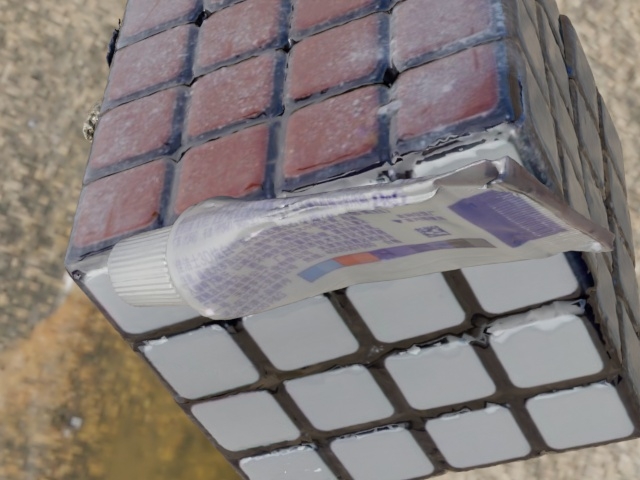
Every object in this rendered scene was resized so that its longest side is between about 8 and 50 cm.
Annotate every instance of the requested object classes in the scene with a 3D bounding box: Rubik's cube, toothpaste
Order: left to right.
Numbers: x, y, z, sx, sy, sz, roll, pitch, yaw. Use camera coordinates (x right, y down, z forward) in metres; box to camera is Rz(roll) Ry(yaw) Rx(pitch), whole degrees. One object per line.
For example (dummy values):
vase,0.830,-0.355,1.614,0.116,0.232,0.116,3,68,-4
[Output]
toothpaste,-0.001,0.000,0.667,0.282,0.099,0.069,-10,95,37
Rubik's cube,0.046,-0.038,1.027,0.343,0.337,0.344,-16,43,21

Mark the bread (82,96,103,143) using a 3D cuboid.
bread,-0.170,-0.089,1.233,0.113,0.082,0.060,31,104,7
